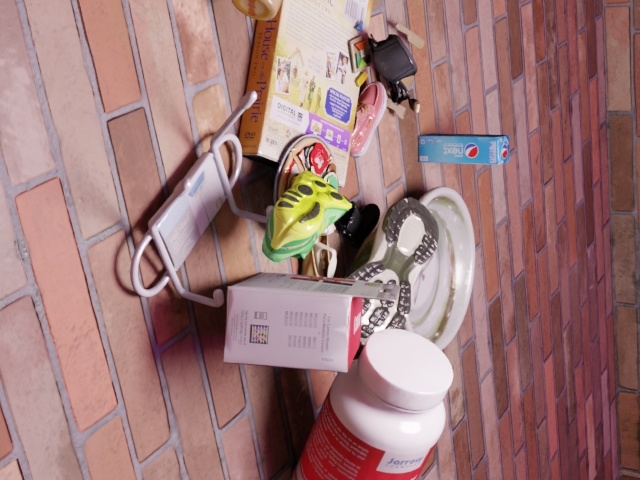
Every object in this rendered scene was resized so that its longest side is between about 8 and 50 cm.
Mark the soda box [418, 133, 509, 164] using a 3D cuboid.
[{"bbox_3d":[0.342,-0.220,2.308,0.071,0.210,0.067,-17,109,-55],"label":"soda box"}]

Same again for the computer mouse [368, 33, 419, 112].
[{"bbox_3d":[0.153,-0.335,1.994,0.060,0.262,0.184,-32,105,-2],"label":"computer mouse"}]

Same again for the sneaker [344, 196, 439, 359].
[{"bbox_3d":[0.104,0.100,2.012,0.158,0.182,0.410,41,56,-8],"label":"sneaker"}]

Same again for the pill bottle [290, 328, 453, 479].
[{"bbox_3d":[0.102,0.377,1.864,0.229,0.229,0.407,-32,150,-51],"label":"pill bottle"}]

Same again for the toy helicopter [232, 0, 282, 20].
[{"bbox_3d":[-0.151,-0.459,1.472,0.355,0.235,0.140,44,58,-51],"label":"toy helicopter"}]

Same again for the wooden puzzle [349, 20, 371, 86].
[{"bbox_3d":[0.083,-0.376,1.943,0.078,0.014,0.116,-47,133,-45],"label":"wooden puzzle"}]

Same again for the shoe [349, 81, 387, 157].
[{"bbox_3d":[0.086,-0.269,2.033,0.081,0.064,0.178,42,64,-58],"label":"shoe"}]

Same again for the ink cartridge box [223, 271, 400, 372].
[{"bbox_3d":[-0.002,0.137,1.666,0.309,0.272,0.130,-18,112,-83],"label":"ink cartridge box"}]

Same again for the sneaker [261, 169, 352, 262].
[{"bbox_3d":[-0.036,-0.041,1.683,0.123,0.109,0.295,-52,173,22],"label":"sneaker"}]

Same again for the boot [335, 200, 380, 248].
[{"bbox_3d":[0.081,-0.050,2.077,0.121,0.045,0.099,-63,145,-21],"label":"boot"}]

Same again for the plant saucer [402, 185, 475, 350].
[{"bbox_3d":[0.247,0.068,2.307,0.400,0.101,0.400,-13,106,-57],"label":"plant saucer"}]

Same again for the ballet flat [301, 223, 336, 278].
[{"bbox_3d":[0.000,0.000,1.930,0.080,0.073,0.232,-21,112,-53],"label":"ballet flat"}]

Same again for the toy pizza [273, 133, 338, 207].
[{"bbox_3d":[-0.018,-0.099,1.817,0.201,0.032,0.201,-21,115,-53],"label":"toy pizza"}]

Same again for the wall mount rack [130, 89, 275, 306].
[{"bbox_3d":[-0.178,-0.069,1.553,0.304,0.131,0.350,78,34,-48],"label":"wall mount rack"}]

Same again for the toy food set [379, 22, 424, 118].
[{"bbox_3d":[0.168,-0.385,2.179,0.132,0.039,0.192,23,81,-49],"label":"toy food set"}]

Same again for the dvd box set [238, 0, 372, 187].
[{"bbox_3d":[-0.021,-0.335,1.857,0.308,0.062,0.420,14,83,-57],"label":"dvd box set"}]
